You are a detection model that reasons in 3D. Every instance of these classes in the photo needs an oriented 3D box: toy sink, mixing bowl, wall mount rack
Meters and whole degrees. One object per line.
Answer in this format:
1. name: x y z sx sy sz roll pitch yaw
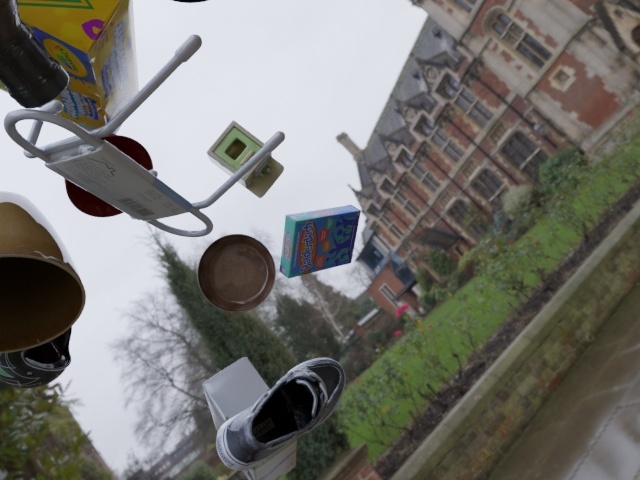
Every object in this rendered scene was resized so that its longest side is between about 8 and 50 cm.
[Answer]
1. toy sink: -0.258 -0.283 1.789 0.153 0.234 0.131 -52 1 -8
2. mixing bowl: -0.452 -0.148 1.046 0.181 0.098 0.181 -33 -39 -31
3. wall mount rack: -0.240 -0.134 0.742 0.304 0.130 0.350 -8 -28 27

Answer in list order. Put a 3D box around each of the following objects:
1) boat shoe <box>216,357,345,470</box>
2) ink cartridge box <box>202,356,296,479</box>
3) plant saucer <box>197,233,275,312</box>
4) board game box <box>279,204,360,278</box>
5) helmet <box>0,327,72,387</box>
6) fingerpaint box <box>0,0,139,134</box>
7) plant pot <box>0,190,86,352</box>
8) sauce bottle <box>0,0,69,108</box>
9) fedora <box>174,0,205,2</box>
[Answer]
1. boat shoe: -0.034 0.262 0.834 0.102 0.108 0.301 -42 -17 34
2. ink cartridge box: -0.155 0.426 1.151 0.117 0.201 0.278 -30 -31 -24
3. plant saucer: -0.210 0.083 1.289 0.198 0.198 0.036 -42 -5 -1
4. board game box: 0.000 0.000 1.304 0.210 0.047 0.160 -12 -58 -35
5. helmet: -0.621 0.229 1.079 0.169 0.169 0.161 9 -96 -73
6. fingerpaint box: -0.569 -0.412 1.001 0.163 0.371 0.445 -67 12 -15
7. plant pot: -0.574 0.032 0.924 0.237 0.254 0.237 -19 -42 -18
8. sauce bottle: -0.392 -0.280 0.499 0.111 0.111 0.344 -39 -39 -11
9. fedora: -0.211 -0.580 0.964 0.334 0.152 0.334 -35 -28 -21
